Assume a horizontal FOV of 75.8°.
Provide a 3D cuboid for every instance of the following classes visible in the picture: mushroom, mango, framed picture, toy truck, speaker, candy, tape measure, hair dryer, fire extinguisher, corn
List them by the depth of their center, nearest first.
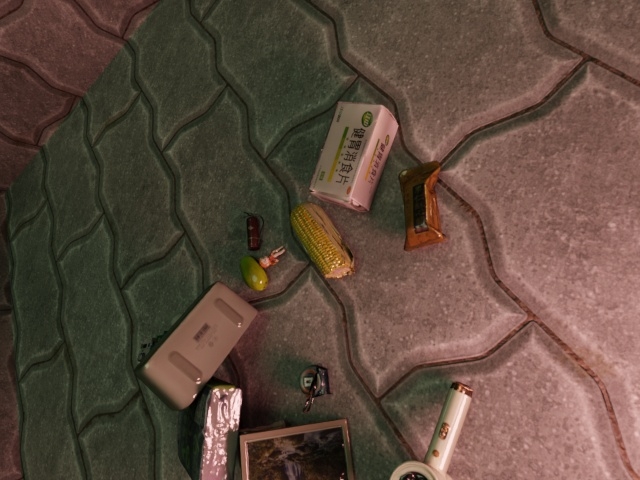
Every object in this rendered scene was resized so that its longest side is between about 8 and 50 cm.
[{"bbox_3d":[0.303,0.509,1.026,0.128,0.203,0.362,13,68,37],"label":"hair dryer"},{"bbox_3d":[-0.062,0.655,1.170,0.020,0.323,0.241,127,140,-66],"label":"framed picture"},{"bbox_3d":[0.302,-0.109,1.220,0.143,0.101,0.272,-16,64,35],"label":"candy"},{"bbox_3d":[-0.043,0.447,1.259,0.107,0.179,0.104,-19,85,27],"label":"tape measure"},{"bbox_3d":[-0.170,0.664,1.278,0.236,0.161,0.174,123,134,-62],"label":"mushroom"},{"bbox_3d":[-0.406,0.334,1.369,0.183,0.184,0.406,-31,18,50],"label":"speaker"},{"bbox_3d":[0.003,0.000,1.378,0.123,0.122,0.305,-28,64,-7],"label":"corn"},{"bbox_3d":[-0.256,0.119,1.531,0.091,0.074,0.165,-52,57,13],"label":"mango"},{"bbox_3d":[-0.256,-0.042,1.594,0.078,0.045,0.157,-8,71,2],"label":"fire extinguisher"},{"bbox_3d":[-0.642,0.438,1.686,0.215,0.110,0.117,-18,56,29],"label":"toy truck"}]

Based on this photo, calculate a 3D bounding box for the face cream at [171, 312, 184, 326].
[{"bbox_3d":[-0.497,0.402,1.612,0.082,0.082,0.269,-52,58,11],"label":"face cream"}]

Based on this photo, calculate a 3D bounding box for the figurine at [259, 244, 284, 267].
[{"bbox_3d":[-0.175,0.061,1.513,0.109,0.047,0.064,-36,54,8],"label":"figurine"}]

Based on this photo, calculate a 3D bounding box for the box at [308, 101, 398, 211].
[{"bbox_3d":[0.108,-0.271,1.353,0.173,0.145,0.333,17,87,36],"label":"box"}]

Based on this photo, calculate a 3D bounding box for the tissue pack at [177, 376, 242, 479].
[{"bbox_3d":[-0.376,0.608,1.355,0.394,0.124,0.288,-24,60,59],"label":"tissue pack"}]
